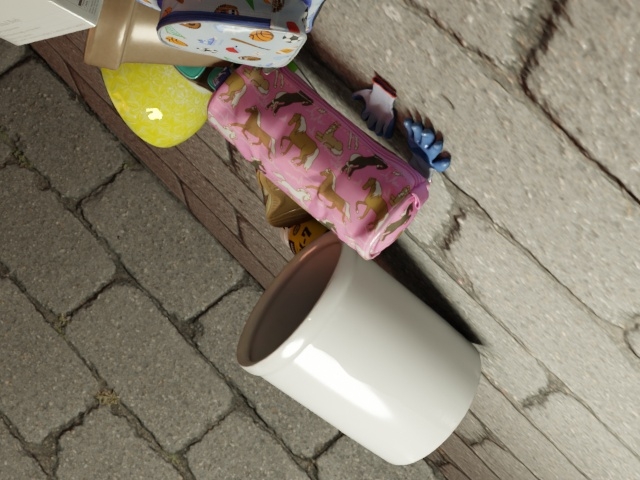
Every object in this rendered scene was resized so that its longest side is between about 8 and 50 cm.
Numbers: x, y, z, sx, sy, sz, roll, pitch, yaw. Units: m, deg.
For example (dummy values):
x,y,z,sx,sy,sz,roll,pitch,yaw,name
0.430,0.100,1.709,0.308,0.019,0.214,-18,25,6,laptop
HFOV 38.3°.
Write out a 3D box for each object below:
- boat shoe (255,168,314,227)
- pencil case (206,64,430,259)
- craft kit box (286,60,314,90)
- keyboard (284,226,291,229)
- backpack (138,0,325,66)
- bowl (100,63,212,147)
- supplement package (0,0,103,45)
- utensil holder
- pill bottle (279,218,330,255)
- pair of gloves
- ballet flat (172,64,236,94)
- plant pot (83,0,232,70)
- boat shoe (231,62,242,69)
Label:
x,y,z,sx,sy,sz,roll,pitch,yaw,name
-0.065,-0.127,1.741,0.342,0.123,0.123,71,-175,-70,boat shoe
-0.004,-0.140,1.473,0.386,0.160,0.167,42,165,14,pencil case
-0.053,-0.231,1.716,0.246,0.061,0.250,49,167,-14,craft kit box
-0.076,-0.075,1.959,0.192,0.038,0.100,52,-157,-71,keyboard
-0.119,-0.335,1.146,0.263,0.213,0.276,14,170,-10,backpack
-0.289,-0.344,1.844,0.156,0.289,0.289,-14,127,26,bowl
-0.409,-0.390,1.115,0.199,0.198,0.263,1,165,43,supplement package
0.082,0.220,1.850,0.385,0.327,0.327,38,170,-18,utensil holder
0.000,0.000,2.045,0.208,0.119,0.119,28,156,55,pill bottle
0.120,-0.169,1.414,0.198,0.023,0.159,45,166,12,pair of gloves
-0.199,-0.308,1.703,0.248,0.086,0.086,45,166,15,ballet flat
-0.234,-0.377,1.460,0.229,0.263,0.263,14,174,-15,plant pot
-0.144,-0.350,1.686,0.046,0.038,0.125,48,162,0,boat shoe
